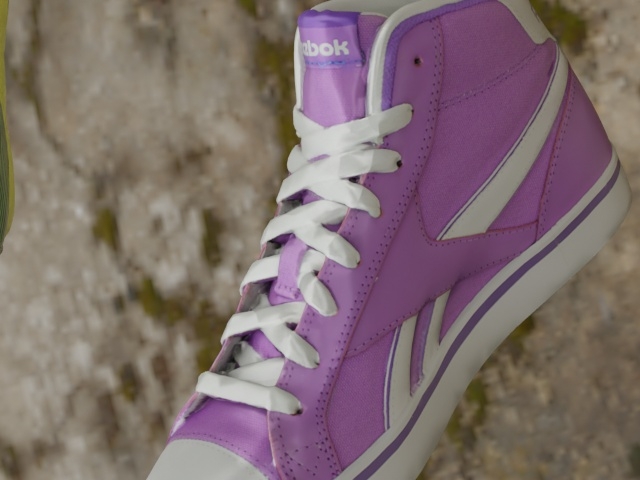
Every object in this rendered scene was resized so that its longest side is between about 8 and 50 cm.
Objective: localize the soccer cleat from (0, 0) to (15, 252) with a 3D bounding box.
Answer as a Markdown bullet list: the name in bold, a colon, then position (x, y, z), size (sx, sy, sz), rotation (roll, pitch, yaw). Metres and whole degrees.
- **soccer cleat**: position (-0.127, -0.048, 0.497), size (0.289, 0.093, 0.121), rotation (-104, 7, -65)

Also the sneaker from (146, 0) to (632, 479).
- **sneaker**: position (-0.001, 0.000, 0.705), size (0.102, 0.282, 0.161), rotation (7, 136, 46)
